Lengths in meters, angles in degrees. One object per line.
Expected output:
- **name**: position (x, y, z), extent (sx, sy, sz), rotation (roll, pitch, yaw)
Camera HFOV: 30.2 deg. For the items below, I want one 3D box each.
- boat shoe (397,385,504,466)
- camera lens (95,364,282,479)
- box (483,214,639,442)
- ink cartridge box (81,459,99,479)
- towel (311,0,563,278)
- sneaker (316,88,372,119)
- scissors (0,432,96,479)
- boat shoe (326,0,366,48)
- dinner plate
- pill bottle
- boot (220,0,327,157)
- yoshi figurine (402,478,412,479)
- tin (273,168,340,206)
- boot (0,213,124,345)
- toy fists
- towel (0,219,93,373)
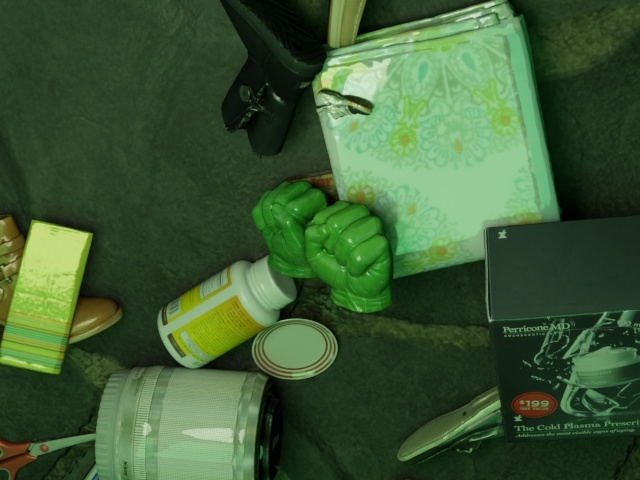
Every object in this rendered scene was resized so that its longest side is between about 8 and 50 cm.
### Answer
- **boat shoe**: position (0.234, 0.321, 1.951), extent (0.233, 0.084, 0.079), rotation (-29, 105, 15)
- **camera lens**: position (-0.207, 0.317, 1.939), extent (0.274, 0.219, 0.220), rotation (4, 113, 7)
- **box**: position (0.422, 0.132, 1.734), extent (0.343, 0.179, 0.313), rotation (-6, 137, 11)
- **ink cartridge box**: position (-0.315, 0.534, 2.130), extent (0.307, 0.072, 0.304), rotation (34, 112, -8)
- **towel**: position (0.173, -0.143, 1.750), extent (0.320, 0.090, 0.375), rotation (-11, 104, 10)
- **sneaker**: position (0.033, -0.188, 1.693), extent (0.083, 0.032, 0.037), rotation (18, 113, 11)
- **scissors**: position (-0.511, 0.365, 2.110), extent (0.297, 0.021, 0.109), rotation (-28, 104, 19)
- **boat shoe**: position (0.089, -0.423, 1.634), extent (0.110, 0.122, 0.341), rotation (15, 106, -6)
- **dinner plate**: position (-0.042, 0.176, 1.951), extent (0.141, 0.017, 0.141), rotation (-1, 129, -1)
- **pill bottle**: position (-0.147, 0.109, 1.900), extent (0.215, 0.117, 0.117), rotation (-31, 105, 19)
- **boot**: position (-0.107, -0.267, 1.743), extent (0.246, 0.094, 0.207), rotation (53, 137, 19)
- **yoshi figurine**: position (0.059, 0.575, 2.036), extent (0.203, 0.203, 0.362), rotation (44, 115, 6)
- **tin**: position (0.009, -0.058, 1.854), extent (0.189, 0.040, 0.106), rotation (-9, 115, 11)
- **boot**: position (-0.475, 0.058, 1.947), extent (0.283, 0.109, 0.220), rotation (-4, 107, 17)
- **toy fists**: position (0.000, 0.000, 1.740), extent (0.096, 0.279, 0.142), rotation (-19, 119, -33)
- **towel**: position (-0.439, 0.091, 1.894), extent (0.102, 0.021, 0.237), rotation (14, 92, -10)
